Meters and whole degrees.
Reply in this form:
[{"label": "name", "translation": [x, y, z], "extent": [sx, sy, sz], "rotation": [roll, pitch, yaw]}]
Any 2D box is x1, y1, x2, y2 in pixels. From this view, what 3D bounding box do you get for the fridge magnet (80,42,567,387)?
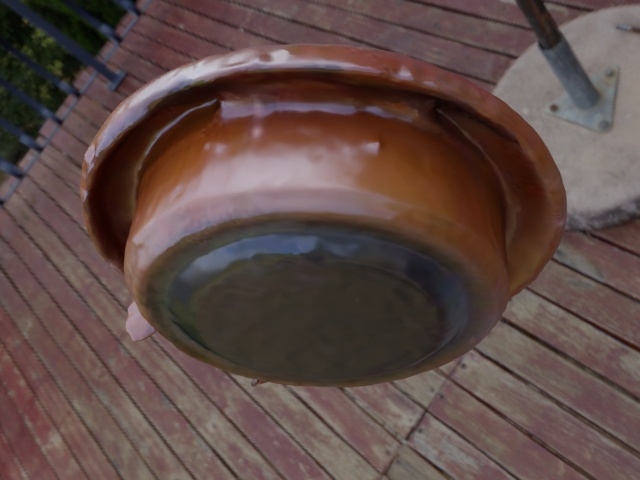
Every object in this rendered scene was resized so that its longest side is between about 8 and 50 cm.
[{"label": "fridge magnet", "translation": [0.000, 0.000, 0.642], "extent": [0.364, 0.363, 0.155], "rotation": [-20, 50, 31]}]
